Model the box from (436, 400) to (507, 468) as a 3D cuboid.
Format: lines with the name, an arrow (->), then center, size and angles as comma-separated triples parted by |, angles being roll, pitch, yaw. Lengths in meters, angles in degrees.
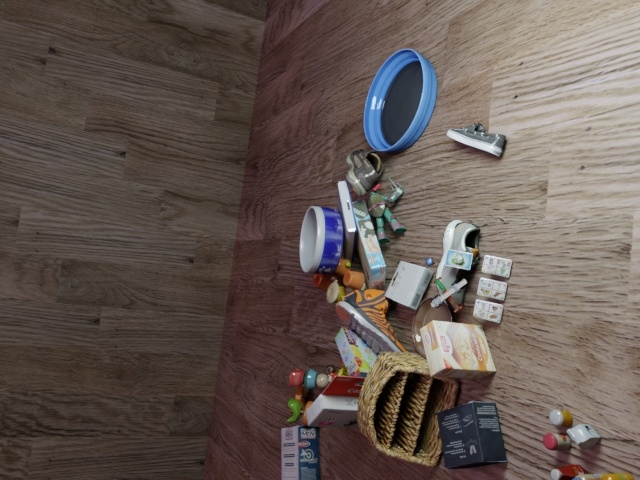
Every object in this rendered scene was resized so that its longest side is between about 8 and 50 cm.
box -> 0.416, 0.542, 1.590 | 0.156, 0.093, 0.158 | -41, 45, 51

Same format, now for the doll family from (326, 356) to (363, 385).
doll family -> 0.120, 0.502, 2.091 | 0.118, 0.263, 0.163 | -23, 65, 19

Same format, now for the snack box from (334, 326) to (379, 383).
snack box -> 0.164, 0.412, 2.029 | 0.070, 0.174, 0.207 | -58, 33, 29

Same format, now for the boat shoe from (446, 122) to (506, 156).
boat shoe -> 0.482, -0.325, 1.767 | 0.228, 0.080, 0.076 | 43, 113, 57

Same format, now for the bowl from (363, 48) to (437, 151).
bowl -> 0.300, -0.524, 2.181 | 0.391, 0.077, 0.391 | -29, 56, 56

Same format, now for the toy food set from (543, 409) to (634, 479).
toy food set -> 0.573, 0.487, 1.293 | 0.111, 0.104, 0.232 | -67, 30, 25

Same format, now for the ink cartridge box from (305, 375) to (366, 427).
ink cartridge box -> 0.122, 0.555, 1.951 | 0.239, 0.275, 0.060 | -58, 33, 38

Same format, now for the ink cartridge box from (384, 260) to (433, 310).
ink cartridge box -> 0.302, 0.153, 1.969 | 0.145, 0.045, 0.179 | -65, 18, -3

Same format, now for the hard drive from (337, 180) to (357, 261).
hard drive -> 0.102, -0.068, 2.265 | 0.319, 0.040, 0.210 | 88, 172, -68

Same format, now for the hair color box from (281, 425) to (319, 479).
hair color box -> -0.085, 0.963, 2.404 | 0.174, 0.105, 0.347 | -34, 52, 54

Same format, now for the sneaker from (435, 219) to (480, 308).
sneaker -> 0.422, 0.073, 1.733 | 0.108, 0.100, 0.272 | 6, 88, 54

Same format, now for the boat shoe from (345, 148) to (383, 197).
boat shoe -> 0.185, -0.280, 2.237 | 0.130, 0.132, 0.355 | -30, 23, 17

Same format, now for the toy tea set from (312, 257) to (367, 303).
toy tea set -> 0.091, 0.158, 2.314 | 0.200, 0.124, 0.336 | -66, 28, 12

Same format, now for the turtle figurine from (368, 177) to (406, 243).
turtle figurine -> 0.234, -0.115, 2.144 | 0.175, 0.118, 0.234 | -48, 47, 46

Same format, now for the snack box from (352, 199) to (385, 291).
snack box -> 0.178, 0.027, 2.165 | 0.187, 0.060, 0.322 | 83, 175, -52

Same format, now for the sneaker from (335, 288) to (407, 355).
sneaker -> 0.221, 0.282, 2.024 | 0.321, 0.180, 0.125 | 44, 148, 20

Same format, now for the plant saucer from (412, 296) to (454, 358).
plant saucer -> 0.367, 0.281, 1.833 | 0.198, 0.036, 0.199 | -31, 54, 55

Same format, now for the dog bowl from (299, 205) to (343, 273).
dog bowl -> 0.000, 0.000, 2.254 | 0.265, 0.104, 0.265 | -175, 90, -74

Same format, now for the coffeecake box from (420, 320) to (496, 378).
coffeecake box -> 0.387, 0.310, 1.620 | 0.068, 0.185, 0.142 | -48, 41, 46

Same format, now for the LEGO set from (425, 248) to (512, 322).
LEGO set -> 0.420, 0.124, 1.675 | 0.244, 0.060, 0.183 | 11, 91, 24

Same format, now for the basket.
basket -> 0.256, 0.518, 1.774 | 0.223, 0.213, 0.299 | 31, 109, 62

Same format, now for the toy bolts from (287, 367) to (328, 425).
toy bolts -> -0.037, 0.652, 2.440 | 0.218, 0.158, 0.229 | -24, -63, -74
